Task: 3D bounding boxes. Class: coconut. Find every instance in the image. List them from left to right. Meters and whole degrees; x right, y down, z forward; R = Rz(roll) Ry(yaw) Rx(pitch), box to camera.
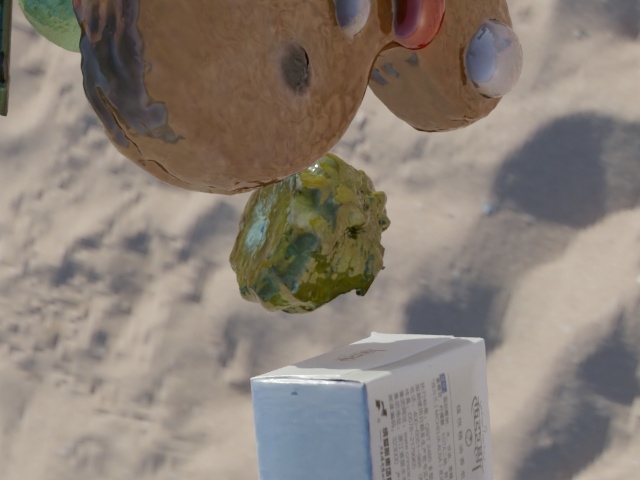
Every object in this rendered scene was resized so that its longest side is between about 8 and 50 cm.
[{"bbox_3d":[-0.160,-0.170,1.274,0.096,0.088,0.088,-26,60,58],"label":"coconut"}]

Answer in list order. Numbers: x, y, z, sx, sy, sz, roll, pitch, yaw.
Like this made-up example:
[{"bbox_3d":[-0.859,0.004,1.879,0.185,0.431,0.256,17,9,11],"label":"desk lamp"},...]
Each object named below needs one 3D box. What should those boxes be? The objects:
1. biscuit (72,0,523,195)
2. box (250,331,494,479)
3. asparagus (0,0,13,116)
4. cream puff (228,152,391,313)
[{"bbox_3d":[0.026,-0.136,0.642,0.049,0.205,0.324,-2,35,42],"label":"biscuit"},{"bbox_3d":[0.050,0.225,1.520,0.116,0.203,0.274,-1,97,32],"label":"box"},{"bbox_3d":[-0.130,-0.130,0.766,0.016,0.016,0.163,19,113,41],"label":"asparagus"},{"bbox_3d":[0.000,0.000,1.524,0.146,0.116,0.146,-44,35,42],"label":"cream puff"}]
